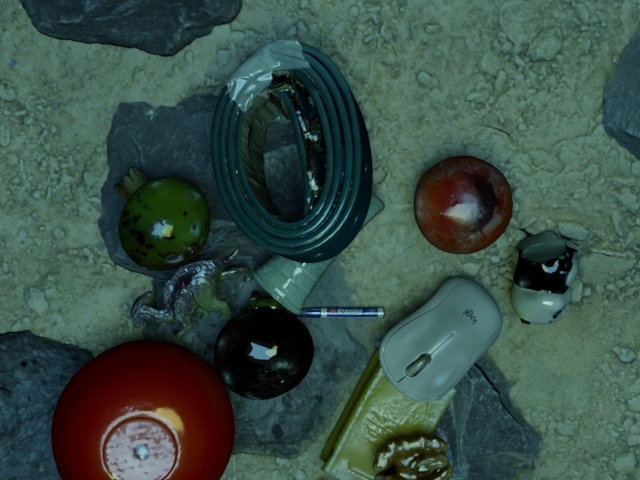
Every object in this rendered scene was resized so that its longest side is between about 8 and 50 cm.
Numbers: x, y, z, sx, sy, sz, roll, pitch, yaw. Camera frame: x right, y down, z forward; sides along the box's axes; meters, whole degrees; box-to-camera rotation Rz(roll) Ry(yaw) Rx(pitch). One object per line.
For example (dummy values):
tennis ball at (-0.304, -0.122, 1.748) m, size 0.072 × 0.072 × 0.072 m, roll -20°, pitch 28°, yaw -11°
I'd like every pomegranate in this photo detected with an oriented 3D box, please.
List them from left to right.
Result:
pomegranate at (-0.341, -0.052, 1.761) m, size 0.248 × 0.202 × 0.202 m, roll 44°, pitch 97°, yaw 23°

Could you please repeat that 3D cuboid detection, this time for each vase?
vase at (0.000, 0.000, 1.791) m, size 0.143 × 0.143 × 0.299 m, roll 41°, pitch 93°, yaw -7°

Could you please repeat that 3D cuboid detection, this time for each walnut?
walnut at (0.196, 0.484, 1.817) m, size 0.170 × 0.069 × 0.143 m, roll -11°, pitch 99°, yaw -1°

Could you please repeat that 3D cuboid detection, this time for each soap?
soap at (0.151, 0.410, 1.882) m, size 0.199 × 0.091 × 0.315 m, roll 27°, pitch 99°, yaw -7°

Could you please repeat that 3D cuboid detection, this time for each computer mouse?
computer mouse at (0.268, 0.205, 1.789) m, size 0.297 × 0.121 × 0.184 m, roll -37°, pitch 88°, yaw -19°

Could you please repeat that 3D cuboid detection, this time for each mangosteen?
mangosteen at (-0.129, 0.230, 1.800) m, size 0.216 × 0.216 × 0.216 m, roll 0°, pitch 100°, yaw -1°

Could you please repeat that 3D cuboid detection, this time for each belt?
belt at (-0.057, -0.175, 1.685) m, size 0.300 × 0.173 × 0.437 m, roll -11°, pitch 76°, yaw 11°

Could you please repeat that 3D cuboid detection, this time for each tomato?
tomato at (0.297, -0.073, 1.754) m, size 0.208 × 0.184 × 0.208 m, roll 0°, pitch 101°, yaw 0°

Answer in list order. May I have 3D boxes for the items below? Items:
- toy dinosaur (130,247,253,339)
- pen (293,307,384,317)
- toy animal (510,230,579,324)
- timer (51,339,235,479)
toy dinosaur at (-0.267, 0.119, 1.801) m, size 0.294 × 0.077 × 0.162 m, roll -40°, pitch 133°, yaw 5°
pen at (0.041, 0.160, 1.869) m, size 0.204 × 0.025 × 0.025 m, roll 0°, pitch 100°, yaw -1°
toy animal at (0.482, 0.089, 1.810) m, size 0.138 × 0.166 × 0.179 m, roll 9°, pitch 113°, yaw 26°
timer at (-0.368, 0.399, 1.768) m, size 0.377 × 0.279 × 0.378 m, roll 0°, pitch 93°, yaw -6°
